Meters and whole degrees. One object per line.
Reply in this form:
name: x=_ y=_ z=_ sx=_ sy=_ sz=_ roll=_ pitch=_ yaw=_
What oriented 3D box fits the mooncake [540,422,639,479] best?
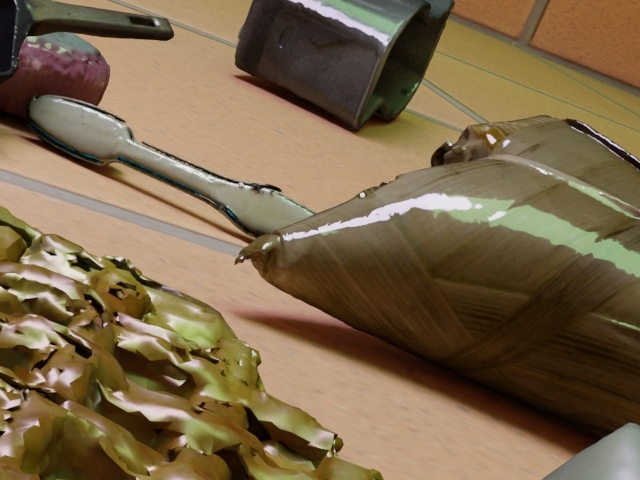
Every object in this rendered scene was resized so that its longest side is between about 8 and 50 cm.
mooncake: x=0.067 y=0.110 z=0.283 sx=0.130 sy=0.073 sz=0.125 roll=49 pitch=10 yaw=-17

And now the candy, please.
candy: x=-0.152 y=-0.089 z=0.865 sx=0.103 sy=0.043 sz=0.103 roll=23 pitch=9 yaw=-4

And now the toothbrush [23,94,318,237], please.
toothbrush: x=0.000 y=0.000 z=0.810 sx=0.294 sy=0.026 sz=0.028 roll=24 pitch=-4 yaw=6

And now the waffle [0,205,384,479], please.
waffle: x=-0.075 y=0.044 z=0.373 sx=0.254 sy=0.052 sz=0.245 roll=11 pitch=22 yaw=-47

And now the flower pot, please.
flower pot: x=0.020 y=-0.153 z=1.350 sx=0.108 sy=0.103 sz=0.229 roll=25 pitch=13 yaw=9

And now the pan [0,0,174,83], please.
pan: x=-0.161 y=-0.085 z=0.769 sx=0.202 sy=0.048 sz=0.128 roll=26 pitch=36 yaw=-24

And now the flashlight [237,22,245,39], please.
flashlight: x=-0.053 y=-0.160 z=1.448 sx=0.018 sy=0.018 sz=0.083 roll=23 pitch=12 yaw=-13

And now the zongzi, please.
zongzi: x=0.089 y=0.032 z=0.703 sx=0.197 sy=0.099 sz=0.194 roll=-15 pitch=41 yaw=-45
